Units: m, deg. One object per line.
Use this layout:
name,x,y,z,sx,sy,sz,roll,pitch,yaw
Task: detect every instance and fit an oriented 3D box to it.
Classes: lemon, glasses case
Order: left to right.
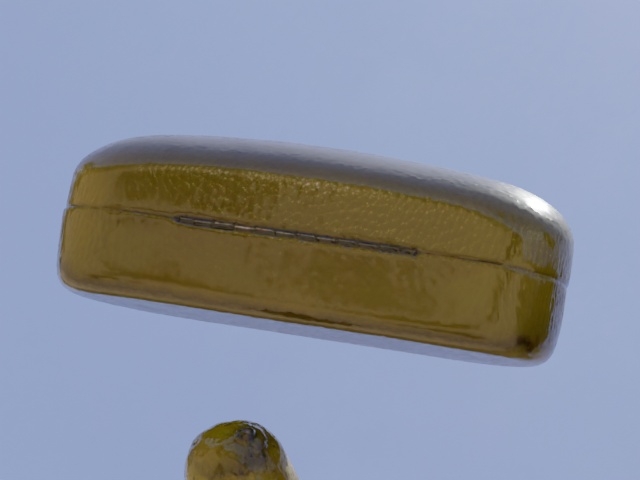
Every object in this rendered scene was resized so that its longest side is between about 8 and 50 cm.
lemon,-0.053,0.175,1.348,0.082,0.082,0.111,13,-46,37
glasses case,0.000,0.000,1.421,0.371,0.141,0.173,9,-7,12
